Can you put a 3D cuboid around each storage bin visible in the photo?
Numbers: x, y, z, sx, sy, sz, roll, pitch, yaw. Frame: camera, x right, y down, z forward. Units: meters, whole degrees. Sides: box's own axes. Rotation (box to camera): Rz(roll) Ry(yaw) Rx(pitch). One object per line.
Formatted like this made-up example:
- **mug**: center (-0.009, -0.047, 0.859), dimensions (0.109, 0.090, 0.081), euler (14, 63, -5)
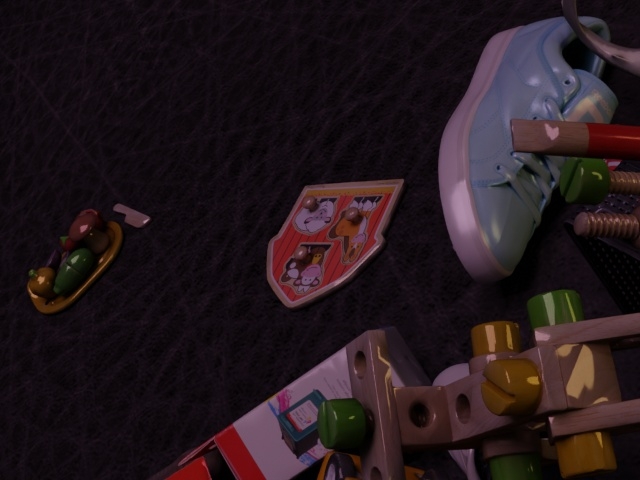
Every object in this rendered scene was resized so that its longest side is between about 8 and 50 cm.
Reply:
- **storage bin**: center (0.298, 0.025, 0.880), dimensions (0.084, 0.180, 0.122), euler (-45, 36, -5)

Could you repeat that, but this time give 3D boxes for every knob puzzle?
- **knob puzzle**: center (0.000, 0.000, 1.312), dimensions (0.213, 0.030, 0.213), euler (-25, 40, 23)

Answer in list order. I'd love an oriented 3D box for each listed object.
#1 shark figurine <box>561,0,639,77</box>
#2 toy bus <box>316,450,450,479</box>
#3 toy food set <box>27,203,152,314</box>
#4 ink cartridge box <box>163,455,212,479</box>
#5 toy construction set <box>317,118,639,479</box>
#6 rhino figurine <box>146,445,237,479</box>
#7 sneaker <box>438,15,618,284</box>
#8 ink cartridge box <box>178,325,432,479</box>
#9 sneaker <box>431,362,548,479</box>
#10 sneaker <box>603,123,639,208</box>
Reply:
- **shark figurine**: center (0.383, -0.206, 1.105), dimensions (0.278, 0.166, 0.116), euler (0, 17, 33)
- **toy bus**: center (0.075, 0.272, 0.825), dimensions (0.333, 0.108, 0.130), euler (-152, 76, -75)
- **toy food set**: center (-0.375, 0.009, 1.617), dimensions (0.218, 0.071, 0.128), euler (-48, 36, -7)
- **ink cartridge box**: center (-0.201, 0.419, 0.968), dimensions (0.308, 0.091, 0.385), euler (-33, 49, 13)
- **toy construction set**: center (0.130, 0.071, 0.715), dimensions (0.257, 0.237, 0.308), euler (-161, 75, -74)
- **rhino figurine**: center (-0.184, 0.302, 1.138), dimensions (0.243, 0.073, 0.106), euler (-30, 43, 14)
- **sneaker**: center (0.231, -0.119, 1.127), dimensions (0.150, 0.135, 0.366), euler (-16, 44, 39)
- **ink cartridge box**: center (-0.012, 0.179, 1.044), dimensions (0.231, 0.134, 0.078), euler (-35, 80, 11)
- **sneaker**: center (0.161, 0.180, 0.925), dimensions (0.094, 0.091, 0.258), euler (-41, 36, 3)
- **sneaker**: center (0.299, -0.069, 1.093), dimensions (0.067, 0.042, 0.118), euler (-26, 41, 16)
